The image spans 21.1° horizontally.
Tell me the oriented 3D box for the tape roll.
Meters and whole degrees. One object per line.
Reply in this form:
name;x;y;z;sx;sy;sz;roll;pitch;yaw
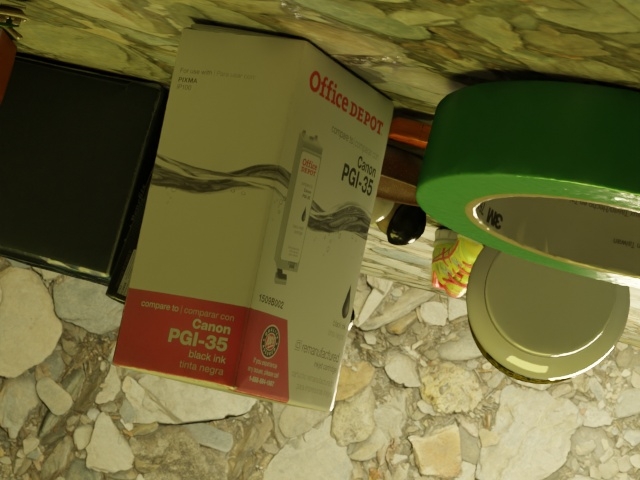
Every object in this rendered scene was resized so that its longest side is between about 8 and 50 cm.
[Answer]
tape roll;0.237;-0.033;1.337;0.321;0.077;0.321;14;169;3

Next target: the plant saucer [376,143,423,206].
plant saucer;0.031;-0.074;1.632;0.198;0.036;0.198;16;175;1

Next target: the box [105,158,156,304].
box;-0.139;-0.037;1.727;0.059;0.233;0.183;21;175;2

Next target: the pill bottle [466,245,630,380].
pill bottle;0.264;0.072;2.014;0.187;0.188;0.334;15;175;7

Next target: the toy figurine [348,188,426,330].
toy figurine;0.000;0.000;1.836;0.148;0.210;0.213;31;179;18

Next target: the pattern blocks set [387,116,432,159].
pattern blocks set;0.162;-0.071;1.627;0.324;0.026;0.285;12;174;31

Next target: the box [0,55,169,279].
box;-0.266;-0.063;1.980;0.293;0.212;0.395;14;175;19

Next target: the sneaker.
sneaker;0.203;0.033;2.345;0.081;0.094;0.208;18;174;-11

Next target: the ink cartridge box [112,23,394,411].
ink cartridge box;-0.050;-0.014;1.420;0.117;0.283;0.207;9;173;25

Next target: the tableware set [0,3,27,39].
tableware set;-0.301;-0.188;1.451;0.104;0.024;0.154;8;-168;-11

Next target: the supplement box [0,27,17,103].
supplement box;-0.429;-0.198;1.717;0.233;0.080;0.078;13;173;4
